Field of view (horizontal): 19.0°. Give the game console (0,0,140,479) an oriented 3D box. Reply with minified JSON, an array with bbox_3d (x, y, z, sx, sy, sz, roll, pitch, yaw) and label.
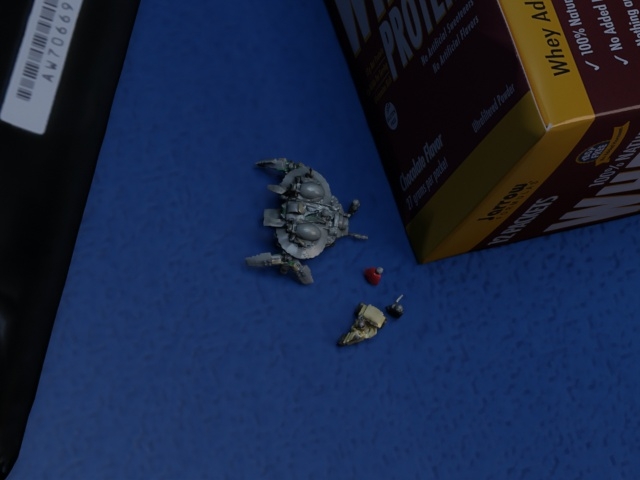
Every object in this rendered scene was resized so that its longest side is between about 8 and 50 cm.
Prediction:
[{"bbox_3d":[-0.235,-0.121,0.700,0.342,0.060,0.387,19,63,-15],"label":"game console"}]

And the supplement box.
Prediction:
[{"bbox_3d":[0.115,-0.117,0.768,0.194,0.129,0.191,-12,72,-23],"label":"supplement box"}]

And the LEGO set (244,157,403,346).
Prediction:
[{"bbox_3d":[0.002,0.000,0.739,0.083,0.023,0.054,40,61,1],"label":"LEGO set"}]
